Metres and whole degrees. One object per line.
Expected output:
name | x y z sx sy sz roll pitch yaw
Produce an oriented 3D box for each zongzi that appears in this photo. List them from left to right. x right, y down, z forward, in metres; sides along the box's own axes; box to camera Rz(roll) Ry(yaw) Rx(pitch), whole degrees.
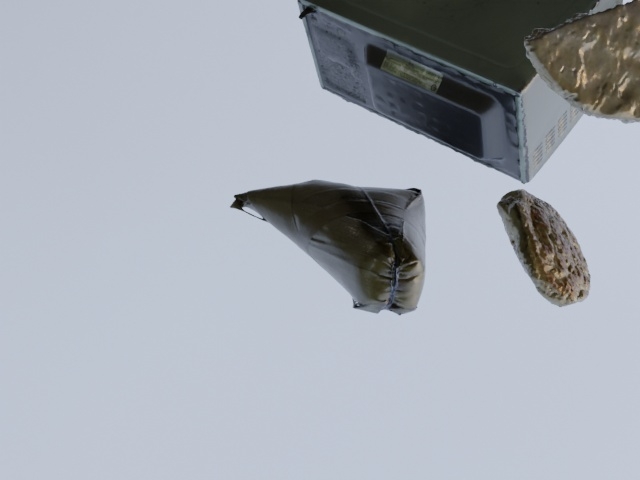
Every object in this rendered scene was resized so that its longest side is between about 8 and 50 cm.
zongzi | 0.000 0.000 1.546 0.289 0.123 0.260 8 -156 3

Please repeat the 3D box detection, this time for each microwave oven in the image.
microwave oven | 0.193 -0.274 1.554 0.355 0.218 0.286 28 -114 27

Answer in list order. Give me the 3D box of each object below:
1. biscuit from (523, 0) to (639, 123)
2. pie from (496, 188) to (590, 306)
biscuit | 0.318 -0.185 1.126 0.250 0.133 0.032 -27 -171 -21
pie | 0.324 0.012 1.681 0.079 0.163 0.193 -32 -109 24
